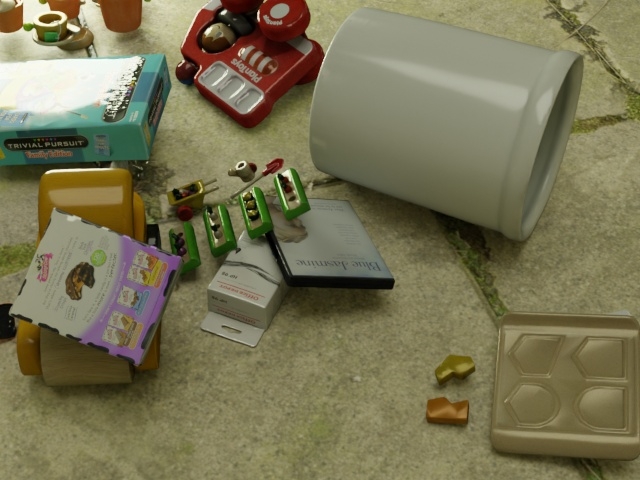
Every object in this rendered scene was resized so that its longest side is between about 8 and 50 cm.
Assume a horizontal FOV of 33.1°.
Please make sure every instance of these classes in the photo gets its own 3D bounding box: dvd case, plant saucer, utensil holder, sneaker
[{"bbox_3d":[0.000,0.000,1.774,0.180,0.022,0.253,3,32,-21],"label":"dvd case"},{"bbox_3d":[-0.514,-0.425,2.234,0.083,0.015,0.083,1,47,-1],"label":"plant saucer"},{"bbox_3d":[0.213,-0.205,1.844,0.385,0.328,0.328,18,48,18],"label":"utensil holder"},{"bbox_3d":[-0.383,-0.138,1.945,0.064,0.061,0.158,-9,37,7],"label":"sneaker"}]

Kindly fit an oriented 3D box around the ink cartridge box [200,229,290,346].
[{"bbox_3d":[-0.113,0.076,1.737,0.104,0.060,0.180,18,48,13],"label":"ink cartridge box"}]

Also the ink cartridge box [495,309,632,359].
[{"bbox_3d":[0.406,0.206,1.636,0.224,0.056,0.181,-11,47,-14],"label":"ink cartridge box"}]

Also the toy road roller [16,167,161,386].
[{"bbox_3d":[-0.353,0.038,1.641,0.202,0.241,0.330,-2,46,-4],"label":"toy road roller"}]

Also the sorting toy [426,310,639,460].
[{"bbox_3d":[0.319,0.213,1.607,0.307,0.041,0.229,1,55,14],"label":"sorting toy"}]

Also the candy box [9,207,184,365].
[{"bbox_3d":[-0.315,0.066,1.531,0.196,0.070,0.165,22,83,-1],"label":"candy box"}]

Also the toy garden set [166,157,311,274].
[{"bbox_3d":[-0.154,-0.069,1.812,0.244,0.049,0.204,-27,38,5],"label":"toy garden set"}]

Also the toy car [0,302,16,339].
[{"bbox_3d":[-0.528,0.141,1.668,0.122,0.060,0.040,-30,22,-35],"label":"toy car"}]

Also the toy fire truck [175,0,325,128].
[{"bbox_3d":[-0.153,-0.375,2.114,0.254,0.169,0.302,-44,58,-13],"label":"toy fire truck"}]

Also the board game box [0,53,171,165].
[{"bbox_3d":[-0.462,-0.242,1.968,0.335,0.079,0.254,-2,38,6],"label":"board game box"}]

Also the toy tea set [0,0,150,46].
[{"bbox_3d":[-0.517,-0.498,2.206,0.336,0.124,0.200,-18,42,-22],"label":"toy tea set"}]
